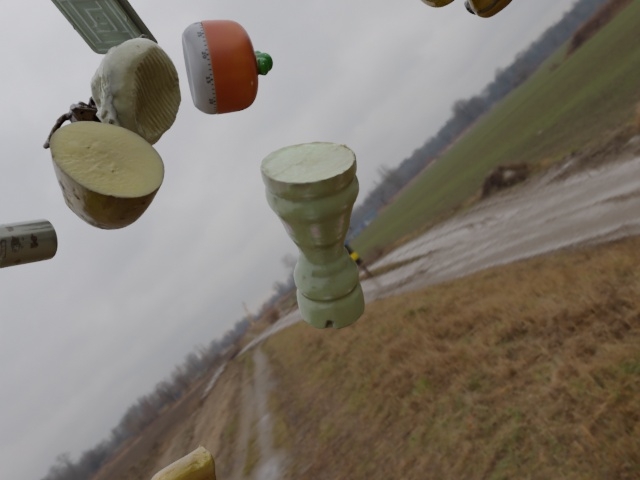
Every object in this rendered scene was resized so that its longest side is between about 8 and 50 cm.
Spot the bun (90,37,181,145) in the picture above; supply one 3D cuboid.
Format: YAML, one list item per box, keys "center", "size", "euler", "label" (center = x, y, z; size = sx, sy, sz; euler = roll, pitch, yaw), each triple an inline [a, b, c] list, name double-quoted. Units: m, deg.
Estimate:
- center: [-0.390, -0.304, 1.492]
  size: [0.231, 0.133, 0.231]
  euler: [13, -90, -73]
  label: "bun"

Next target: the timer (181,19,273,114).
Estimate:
- center: [-0.129, -0.247, 1.024]
  size: [0.136, 0.136, 0.099]
  euler: [-42, 26, -6]
  label: "timer"

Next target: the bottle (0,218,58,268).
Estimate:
- center: [-0.777, 0.013, 1.780]
  size: [0.233, 0.110, 0.110]
  euler: [-14, -22, -49]
  label: "bottle"

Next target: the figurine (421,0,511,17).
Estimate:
- center: [0.266, -0.527, 1.396]
  size: [0.192, 0.256, 0.167]
  euler: [-35, 40, 51]
  label: "figurine"

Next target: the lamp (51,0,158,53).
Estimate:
- center: [-0.650, -0.665, 2.158]
  size: [0.269, 0.266, 0.047]
  euler: [55, -130, -49]
  label: "lamp"

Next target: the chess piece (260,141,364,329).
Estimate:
- center: [0.000, 0.000, 1.773]
  size: [0.234, 0.442, 0.234]
  euler: [-7, 30, 4]
  label: "chess piece"

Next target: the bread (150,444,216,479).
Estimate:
- center: [-0.319, 0.564, 1.664]
  size: [0.085, 0.134, 0.173]
  euler: [15, 24, 41]
  label: "bread"

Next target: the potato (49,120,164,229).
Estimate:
- center: [-0.375, -0.090, 1.267]
  size: [0.178, 0.203, 0.158]
  euler: [-61, -8, -48]
  label: "potato"

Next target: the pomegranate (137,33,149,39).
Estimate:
- center: [-0.474, -0.435, 1.845]
  size: [0.163, 0.126, 0.138]
  euler: [-38, -25, 29]
  label: "pomegranate"

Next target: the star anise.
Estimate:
- center: [-0.645, -0.331, 2.021]
  size: [0.349, 0.109, 0.292]
  euler: [-57, -9, -26]
  label: "star anise"
